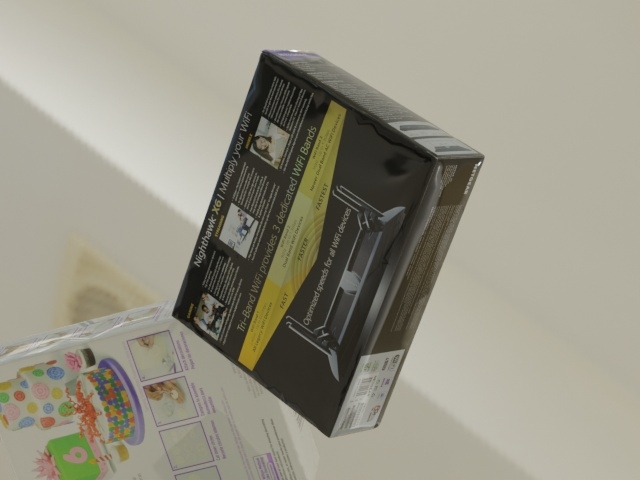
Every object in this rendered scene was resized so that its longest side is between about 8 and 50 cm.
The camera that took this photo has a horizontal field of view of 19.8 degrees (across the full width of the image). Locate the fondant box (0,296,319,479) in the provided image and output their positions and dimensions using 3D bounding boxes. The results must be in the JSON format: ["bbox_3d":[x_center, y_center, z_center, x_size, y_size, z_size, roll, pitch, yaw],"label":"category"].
[{"bbox_3d":[-0.194,0.200,2.088,0.096,0.330,0.238,-72,146,-72],"label":"fondant box"}]

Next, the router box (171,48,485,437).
[{"bbox_3d":[0.000,0.000,1.802,0.243,0.081,0.308,35,-65,34],"label":"router box"}]
